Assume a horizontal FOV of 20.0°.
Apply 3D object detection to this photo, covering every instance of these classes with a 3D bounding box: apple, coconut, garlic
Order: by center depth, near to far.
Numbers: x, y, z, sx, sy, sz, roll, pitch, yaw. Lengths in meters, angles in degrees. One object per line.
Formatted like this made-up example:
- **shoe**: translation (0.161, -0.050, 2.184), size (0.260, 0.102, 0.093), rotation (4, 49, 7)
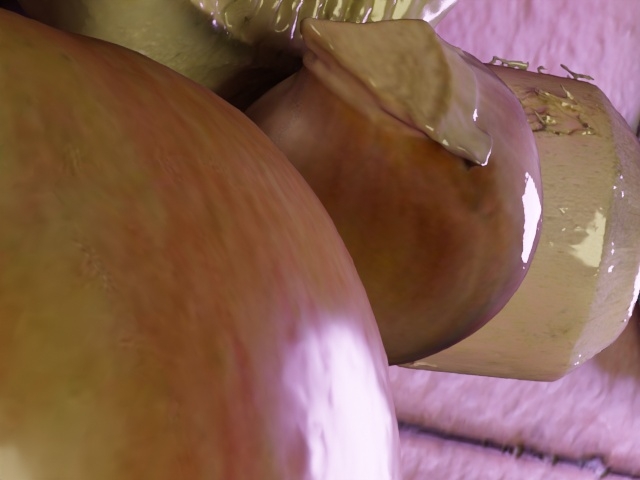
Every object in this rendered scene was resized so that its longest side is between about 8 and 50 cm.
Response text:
- **apple**: translation (-0.171, 0.083, 0.558), size (0.391, 0.391, 0.347), rotation (10, 97, -45)
- **garlic**: translation (0.000, 0.004, 0.803), size (0.148, 0.266, 0.128), rotation (40, 37, -6)
- **coconut**: translation (0.072, -0.014, 0.924), size (0.183, 0.171, 0.171), rotation (10, 101, -6)

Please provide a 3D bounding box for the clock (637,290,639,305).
- **clock**: translation (0.264, 0.068, 1.214), size (0.108, 0.045, 0.147), rotation (-32, 126, -30)

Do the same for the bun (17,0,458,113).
- **bun**: translation (-0.037, -0.152, 0.782), size (0.229, 0.145, 0.229), rotation (-7, 101, -36)
